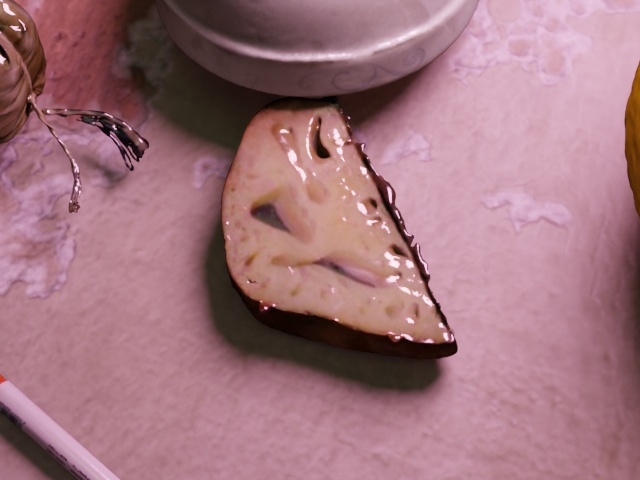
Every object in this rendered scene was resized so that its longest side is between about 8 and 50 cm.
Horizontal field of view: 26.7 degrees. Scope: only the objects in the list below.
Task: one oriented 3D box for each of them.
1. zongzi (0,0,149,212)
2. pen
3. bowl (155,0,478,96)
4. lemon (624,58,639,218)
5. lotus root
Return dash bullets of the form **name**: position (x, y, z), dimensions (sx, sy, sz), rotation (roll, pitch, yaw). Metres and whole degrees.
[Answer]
- **zongzi**: position (-0.373, -0.240, 1.241), dimensions (0.446, 0.181, 0.418), rotation (1, 59, 0)
- **pen**: position (-0.206, 0.185, 1.140), dimensions (0.218, 0.026, 0.026), rotation (38, 75, 15)
- **bowl**: position (-0.004, -0.285, 1.202), dimensions (0.307, 0.163, 0.307), rotation (-1, 56, 1)
- **lemon**: position (0.413, -0.090, 1.051), dimensions (0.349, 0.350, 0.387), rotation (-15, 65, -3)
- **lotus root**: position (0.000, 0.000, 1.175), dimensions (0.170, 0.074, 0.261), rotation (-17, 71, -3)
